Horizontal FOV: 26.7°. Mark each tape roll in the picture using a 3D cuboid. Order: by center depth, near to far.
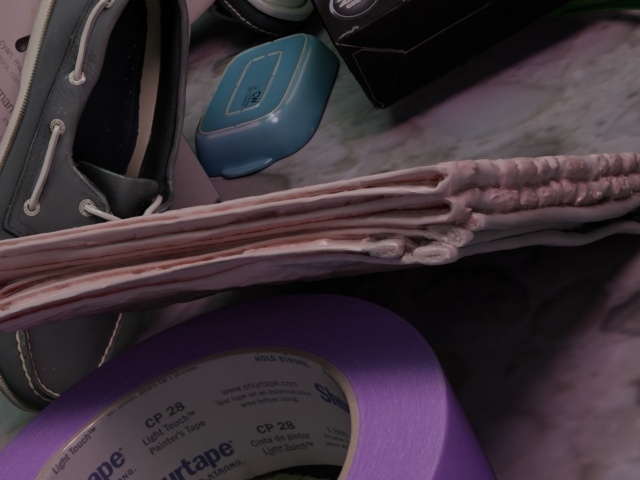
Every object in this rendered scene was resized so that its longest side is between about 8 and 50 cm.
[{"bbox_3d":[-0.051,0.147,0.657,0.275,0.090,0.275,-22,29,13],"label":"tape roll"}]

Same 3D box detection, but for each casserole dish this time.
[{"bbox_3d":[-0.050,-0.123,1.170,0.114,0.037,0.188,-14,34,24],"label":"casserole dish"}]

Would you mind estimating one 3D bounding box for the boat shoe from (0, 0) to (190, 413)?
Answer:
[{"bbox_3d":[-0.154,-0.034,0.904,0.099,0.116,0.319,11,91,51],"label":"boat shoe"}]

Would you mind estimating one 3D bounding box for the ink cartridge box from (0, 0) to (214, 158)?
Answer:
[{"bbox_3d":[-0.234,-0.174,0.994,0.168,0.171,0.232,9,50,45],"label":"ink cartridge box"}]

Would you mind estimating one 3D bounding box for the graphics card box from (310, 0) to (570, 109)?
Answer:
[{"bbox_3d":[0.071,-0.298,1.119,0.233,0.094,0.371,-29,49,7],"label":"graphics card box"}]

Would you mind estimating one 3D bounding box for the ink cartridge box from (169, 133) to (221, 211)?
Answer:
[{"bbox_3d":[-0.206,-0.070,1.119,0.231,0.134,0.078,8,47,46],"label":"ink cartridge box"}]

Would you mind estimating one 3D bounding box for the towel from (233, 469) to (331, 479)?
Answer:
[{"bbox_3d":[-0.060,0.169,0.749,0.148,0.027,0.110,-2,39,38],"label":"towel"}]

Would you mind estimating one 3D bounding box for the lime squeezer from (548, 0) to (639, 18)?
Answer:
[{"bbox_3d":[0.254,-0.144,0.954,0.110,0.059,0.310,-56,25,19],"label":"lime squeezer"}]

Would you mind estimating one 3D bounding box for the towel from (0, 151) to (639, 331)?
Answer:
[{"bbox_3d":[0.000,0.000,0.768,0.317,0.053,0.332,-9,-1,29],"label":"towel"}]

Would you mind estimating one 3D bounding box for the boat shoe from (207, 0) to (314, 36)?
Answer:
[{"bbox_3d":[-0.083,-0.271,1.368,0.091,0.114,0.302,-62,27,27],"label":"boat shoe"}]
